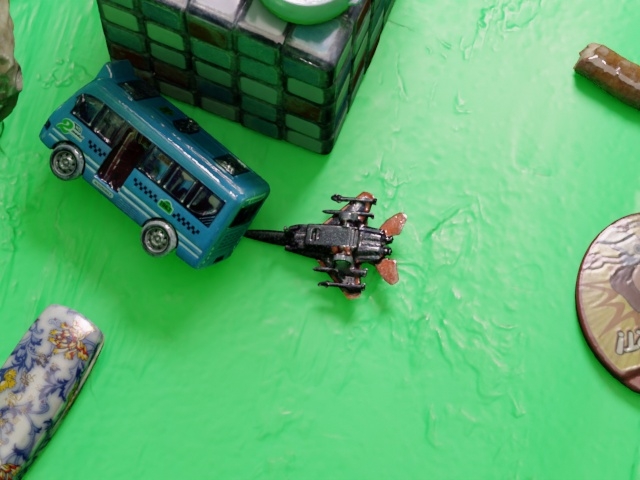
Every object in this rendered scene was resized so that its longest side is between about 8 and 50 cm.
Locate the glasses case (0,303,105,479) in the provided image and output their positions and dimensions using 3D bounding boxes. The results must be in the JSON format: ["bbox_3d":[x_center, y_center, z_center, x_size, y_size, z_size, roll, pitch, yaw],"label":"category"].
[{"bbox_3d":[-0.330,0.187,1.910,0.087,0.065,0.248,30,74,5],"label":"glasses case"}]

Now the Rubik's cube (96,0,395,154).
[{"bbox_3d":[-0.064,-0.307,1.948,0.292,0.287,0.293,20,74,5],"label":"Rubik's cube"}]

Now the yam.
[{"bbox_3d":[0.411,-0.166,2.038,0.241,0.057,0.056,27,75,8],"label":"yam"}]

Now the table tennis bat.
[{"bbox_3d":[0.405,0.112,1.967,0.200,0.038,0.310,-17,71,-5],"label":"table tennis bat"}]

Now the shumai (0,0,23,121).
[{"bbox_3d":[-0.398,-0.268,1.984,0.222,0.225,0.260,-32,92,-29],"label":"shumai"}]

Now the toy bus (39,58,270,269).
[{"bbox_3d":[-0.185,-0.084,1.944,0.246,0.113,0.134,40,110,10],"label":"toy bus"}]

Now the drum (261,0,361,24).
[{"bbox_3d":[0.032,-0.326,1.781,0.130,0.049,0.253,40,76,9],"label":"drum"}]

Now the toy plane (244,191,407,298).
[{"bbox_3d":[0.000,-0.001,1.975,0.189,0.061,0.130,8,74,1],"label":"toy plane"}]
